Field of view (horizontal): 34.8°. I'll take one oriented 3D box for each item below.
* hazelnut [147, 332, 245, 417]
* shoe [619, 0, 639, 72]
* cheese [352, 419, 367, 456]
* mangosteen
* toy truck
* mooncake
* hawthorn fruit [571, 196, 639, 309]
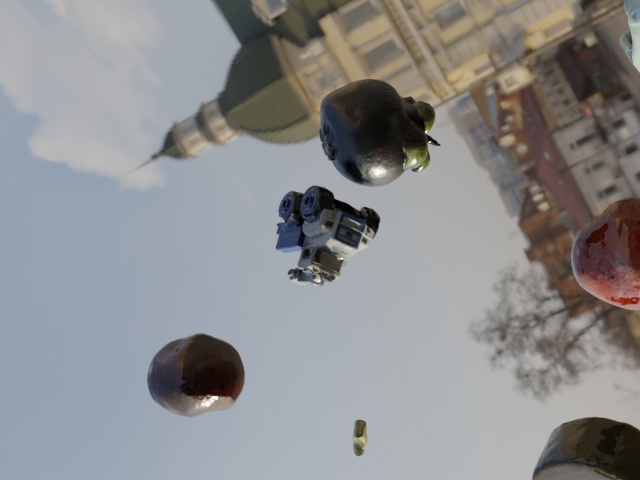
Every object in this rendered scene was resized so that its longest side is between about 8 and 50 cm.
[{"bbox_3d":[-0.321,0.342,2.595,0.217,0.251,0.217,-7,-90,-71],"label":"hazelnut"},{"bbox_3d":[0.492,-0.311,1.358,0.160,0.131,0.363,47,172,14],"label":"shoe"},{"bbox_3d":[0.077,0.390,2.001,0.044,0.030,0.083,-77,-9,-51],"label":"cheese"},{"bbox_3d":[0.115,-0.216,2.027,0.243,0.242,0.243,55,-162,-28],"label":"mangosteen"},{"bbox_3d":[0.000,0.000,2.021,0.161,0.213,0.177,24,-105,-27],"label":"toy truck"},{"bbox_3d":[0.609,0.511,2.193,0.284,0.284,0.155,57,-135,-22],"label":"mooncake"},{"bbox_3d":[0.638,0.052,2.011,0.272,0.242,0.242,54,-170,30],"label":"hawthorn fruit"}]
